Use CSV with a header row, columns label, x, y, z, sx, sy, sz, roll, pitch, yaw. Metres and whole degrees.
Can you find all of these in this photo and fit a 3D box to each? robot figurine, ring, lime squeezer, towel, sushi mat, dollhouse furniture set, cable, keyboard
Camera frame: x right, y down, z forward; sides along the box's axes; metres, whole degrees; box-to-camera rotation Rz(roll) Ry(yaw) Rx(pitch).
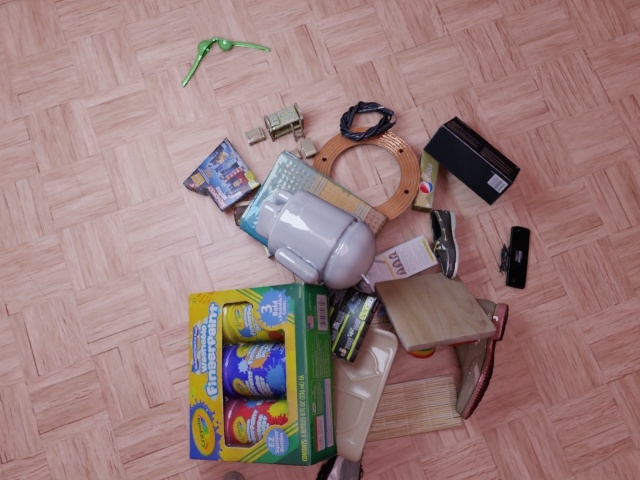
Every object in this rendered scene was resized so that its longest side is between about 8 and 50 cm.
label,x,y,z,sx,sy,sz,roll,pitch,yaw
robot figurine,0.000,0.000,1.495,0.353,0.200,0.300,29,47,11
ring,0.137,-0.197,1.717,0.336,0.032,0.337,-2,72,6
lime squeezer,-0.325,-0.610,1.802,0.310,0.059,0.110,-24,80,-6
towel,-0.023,-0.056,1.634,0.370,0.040,0.271,32,88,1
sushi mat,0.249,0.488,1.616,0.316,0.019,0.152,-9,78,-2
dollhouse furniture set,-0.125,-0.310,1.723,0.181,0.101,0.161,-24,80,-5
cable,0.134,-0.376,1.739,0.184,0.047,0.150,-32,59,-15
keyboard,0.587,0.048,1.704,0.100,0.038,0.192,14,77,-22

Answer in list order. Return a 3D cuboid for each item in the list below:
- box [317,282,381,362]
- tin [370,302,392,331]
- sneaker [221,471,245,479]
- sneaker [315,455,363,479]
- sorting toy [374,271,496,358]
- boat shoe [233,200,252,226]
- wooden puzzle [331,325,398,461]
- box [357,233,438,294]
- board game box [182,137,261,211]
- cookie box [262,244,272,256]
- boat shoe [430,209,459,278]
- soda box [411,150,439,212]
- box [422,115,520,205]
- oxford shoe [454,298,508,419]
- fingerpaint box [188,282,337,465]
label,x,y,z,sx,sy,sz,roll,pitch,yaw
box,0.047,0.212,1.536,0.184,0.045,0.191,21,83,28
tin,0.123,0.240,1.654,0.189,0.040,0.106,-7,75,-2
sneaker,-0.242,0.787,1.478,0.108,0.169,0.293,-5,80,-3
sneaker,0.079,0.614,1.554,0.108,0.100,0.272,27,90,-10
sorting toy,0.309,0.213,1.560,0.255,0.089,0.257,-7,37,-13
boat shoe,-0.162,-0.086,1.694,0.206,0.073,0.073,-11,67,7
wooden puzzle,0.029,0.389,1.553,0.322,0.080,0.348,13,77,29
box,0.219,0.078,1.672,0.244,0.060,0.101,-23,80,-5
board game box,-0.311,-0.183,1.711,0.194,0.060,0.194,-35,75,-4
cookie box,-0.129,-0.009,1.696,0.107,0.040,0.092,-25,81,-4
boat shoe,0.365,0.009,1.659,0.068,0.081,0.228,7,59,-7
soda box,0.326,-0.182,1.723,0.058,0.061,0.181,10,79,2
box,0.456,-0.243,1.668,0.261,0.184,0.103,42,124,7
oxford shoe,0.439,0.337,1.614,0.130,0.123,0.348,15,76,25
fingerpaint box,-0.164,0.351,1.492,0.371,0.163,0.445,-7,78,26
